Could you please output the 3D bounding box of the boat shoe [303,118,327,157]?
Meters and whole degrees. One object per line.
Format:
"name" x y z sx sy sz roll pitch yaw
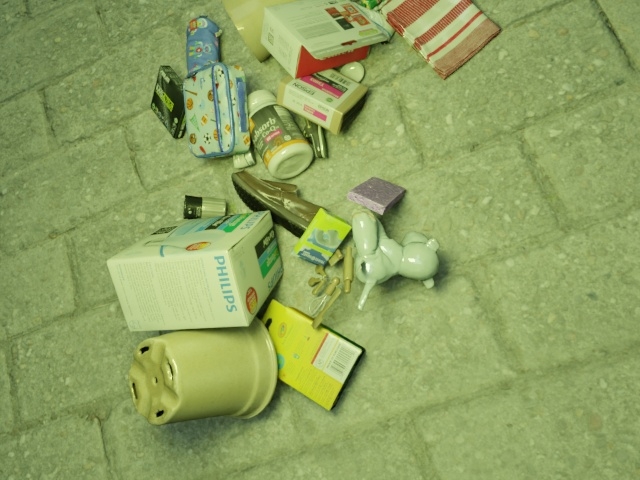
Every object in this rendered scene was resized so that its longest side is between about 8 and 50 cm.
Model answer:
"boat shoe" -0.025 -0.369 1.515 0.069 0.081 0.227 -12 68 9

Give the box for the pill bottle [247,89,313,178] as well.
"pill bottle" -0.150 -0.353 1.498 0.162 0.162 0.278 -33 69 7

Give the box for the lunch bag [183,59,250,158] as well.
"lunch bag" -0.337 -0.426 1.480 0.243 0.115 0.303 2 101 40

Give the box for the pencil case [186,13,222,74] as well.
"pencil case" -0.420 -0.660 1.657 0.133 0.119 0.306 -7 78 12

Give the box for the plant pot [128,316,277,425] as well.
"plant pot" -0.346 0.372 1.280 0.334 0.305 0.333 -2 86 36

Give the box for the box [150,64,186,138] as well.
"box" -0.540 -0.502 1.646 0.190 0.045 0.184 51 134 18

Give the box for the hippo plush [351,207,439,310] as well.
"hippo plush" 0.213 0.022 1.281 0.237 0.294 0.234 -4 110 4

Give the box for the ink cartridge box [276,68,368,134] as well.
"ink cartridge box" 0.008 -0.469 1.460 0.235 0.088 0.193 30 52 9

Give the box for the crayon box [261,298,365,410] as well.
"crayon box" -0.051 0.338 1.379 0.319 0.081 0.202 28 88 18

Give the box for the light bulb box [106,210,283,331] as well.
"light bulb box" -0.342 0.081 1.339 0.361 0.358 0.225 -6 109 14

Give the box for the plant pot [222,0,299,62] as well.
"plant pot" -0.154 -0.791 1.536 0.274 0.256 0.256 -27 73 10

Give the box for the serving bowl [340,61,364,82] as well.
"serving bowl" 0.109 -0.564 1.544 0.083 0.027 0.083 -3 78 14

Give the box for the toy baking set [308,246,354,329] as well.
"toy baking set" 0.031 0.136 1.360 0.197 0.030 0.256 -39 34 36

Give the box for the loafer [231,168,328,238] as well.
"loafer" -0.129 -0.128 1.483 0.366 0.134 0.130 34 69 9

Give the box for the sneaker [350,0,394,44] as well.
"sneaker" 0.176 -0.755 1.543 0.191 0.071 0.083 40 78 0

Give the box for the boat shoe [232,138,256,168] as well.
"boat shoe" -0.297 -0.375 1.580 0.084 0.095 0.258 -18 74 7

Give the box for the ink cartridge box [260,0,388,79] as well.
"ink cartridge box" 0.013 -0.642 1.450 0.309 0.130 0.272 -27 66 -27

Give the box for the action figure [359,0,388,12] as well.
"action figure" 0.221 -0.844 1.556 0.232 0.063 0.137 -30 76 11

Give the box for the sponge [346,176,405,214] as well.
"sponge" 0.171 -0.139 1.357 0.117 0.210 0.031 25 119 17

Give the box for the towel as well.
"towel" 0.383 -0.715 1.470 0.237 0.037 0.329 -41 81 2

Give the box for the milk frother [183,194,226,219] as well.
"milk frother" -0.402 -0.113 1.561 0.135 0.129 0.143 5 43 -19

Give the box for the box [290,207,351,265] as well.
"box" 0.000 0.000 1.379 0.178 0.109 0.042 -55 30 17
